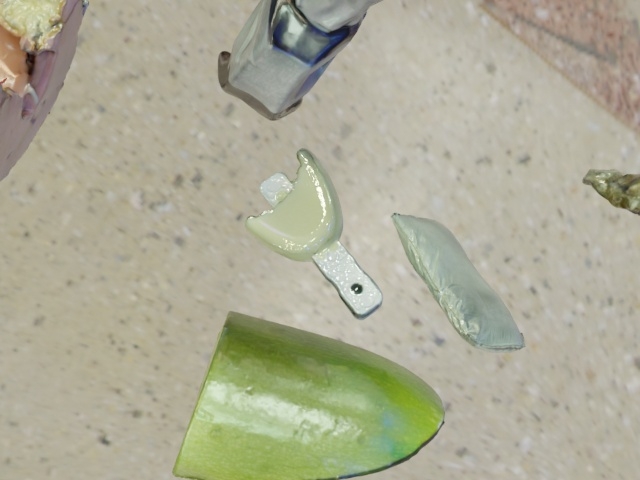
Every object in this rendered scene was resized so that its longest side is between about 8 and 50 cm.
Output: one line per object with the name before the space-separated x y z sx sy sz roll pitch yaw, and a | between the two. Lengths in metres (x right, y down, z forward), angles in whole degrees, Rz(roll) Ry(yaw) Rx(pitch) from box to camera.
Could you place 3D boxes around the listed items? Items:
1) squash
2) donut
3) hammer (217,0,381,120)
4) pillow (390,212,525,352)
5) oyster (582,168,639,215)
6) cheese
squash | -0.006 0.227 1.925 0.309 0.233 0.210 20 121 -4
donut | -0.306 -0.146 1.374 0.085 0.199 0.233 25 46 3
hammer | 0.071 -0.214 0.624 0.044 0.152 0.427 34 59 -7
pillow | 0.177 0.054 1.885 0.051 0.128 0.229 -46 54 22
oyster | 0.514 -0.056 1.693 0.396 0.111 0.204 -21 67 19
cheese | 0.000 0.000 1.803 0.127 0.050 0.235 -35 66 -9
